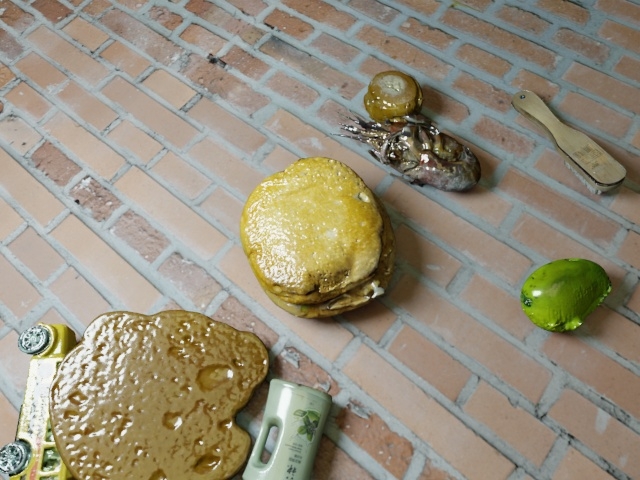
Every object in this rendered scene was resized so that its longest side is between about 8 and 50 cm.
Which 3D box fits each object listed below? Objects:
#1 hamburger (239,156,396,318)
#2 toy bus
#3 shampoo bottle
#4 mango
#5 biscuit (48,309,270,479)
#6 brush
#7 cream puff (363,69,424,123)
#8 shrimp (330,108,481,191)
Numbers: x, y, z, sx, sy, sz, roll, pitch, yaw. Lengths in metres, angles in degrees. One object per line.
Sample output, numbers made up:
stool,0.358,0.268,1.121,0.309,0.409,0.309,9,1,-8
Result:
hamburger,0.000,0.000,0.983,0.289,0.170,0.315,-24,65,-2
toy bus,-0.486,0.321,0.916,0.122,0.121,0.336,-2,64,-4
shampoo bottle,-0.063,0.367,0.859,0.118,0.087,0.235,13,67,9
mango,0.449,0.095,0.926,0.178,0.100,0.119,-22,100,-13
biscuit,-0.271,0.278,0.898,0.380,0.074,0.359,-15,73,-21
brush,0.523,-0.214,1.092,0.069,0.065,0.328,-27,55,0
cream puff,0.165,-0.318,1.154,0.126,0.103,0.144,-30,65,-12
shrimp,0.178,-0.193,1.082,0.342,0.116,0.145,23,67,10
